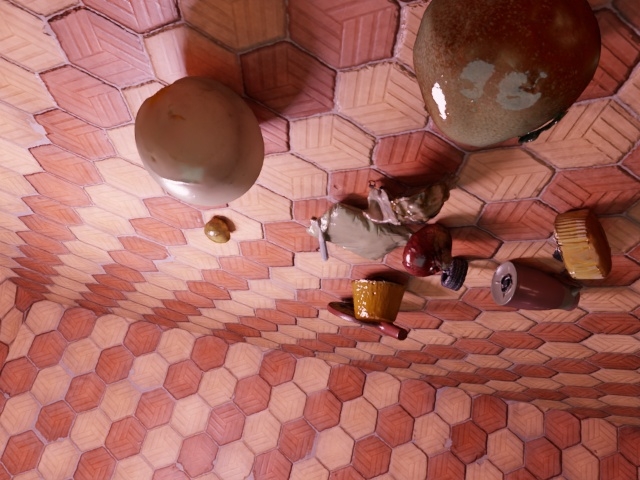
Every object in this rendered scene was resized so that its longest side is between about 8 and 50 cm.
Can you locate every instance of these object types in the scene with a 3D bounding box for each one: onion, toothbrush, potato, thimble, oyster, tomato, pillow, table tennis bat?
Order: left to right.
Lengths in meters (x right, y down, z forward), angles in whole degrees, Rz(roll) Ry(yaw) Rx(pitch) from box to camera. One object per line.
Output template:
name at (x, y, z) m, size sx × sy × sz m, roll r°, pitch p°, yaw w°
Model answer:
potato at (-0.371, -0.028, 1.991) m, size 0.092 × 0.070 × 0.138 m, roll 10°, pitch 155°, yaw 9°
toothbrush at (0.002, 0.001, 1.800) m, size 0.030 × 0.025 × 0.342 m, roll 23°, pitch 162°, yaw 15°
pillow at (0.121, -0.017, 1.775) m, size 0.281 × 0.076 × 0.274 m, roll 21°, pitch 155°, yaw -16°
table tennis bat at (0.196, 0.324, 2.283) m, size 0.268 × 0.051 × 0.415 m, roll 10°, pitch -174°, yaw -37°
oyster at (0.213, -0.105, 1.475) m, size 0.198 × 0.133 × 0.337 m, roll -4°, pitch 180°, yaw -29°
onion at (0.336, 0.042, 1.663) m, size 0.147 × 0.184 × 0.184 m, roll 42°, pitch 174°, yaw 37°
thimble at (0.448, 0.111, 1.847) m, size 0.066 × 0.104 × 0.095 m, roll 17°, pitch 153°, yaw -5°
tomato at (0.303, -0.295, 0.928) m, size 0.304 × 0.239 × 0.303 m, roll 14°, pitch 154°, yaw 7°

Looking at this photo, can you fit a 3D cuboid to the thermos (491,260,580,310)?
thermos at (0.705, 0.170, 1.812) m, size 0.265 × 0.146 × 0.176 m, roll 13°, pitch 149°, yaw -14°

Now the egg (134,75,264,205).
egg at (-0.270, -0.222, 1.312) m, size 0.283 × 0.283 × 0.345 m, roll 5°, pitch 168°, yaw 16°

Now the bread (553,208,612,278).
bread at (0.698, 0.011, 1.457) m, size 0.114 × 0.132 × 0.190 m, roll -10°, pitch 117°, yaw 38°

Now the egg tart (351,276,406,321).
egg tart at (0.221, 0.222, 2.107) m, size 0.215 × 0.170 × 0.215 m, roll 5°, pitch 168°, yaw 1°

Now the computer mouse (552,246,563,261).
computer mouse at (0.740, 0.031, 1.596) m, size 0.106 × 0.062 × 0.192 m, roll 10°, pitch 153°, yaw 7°
